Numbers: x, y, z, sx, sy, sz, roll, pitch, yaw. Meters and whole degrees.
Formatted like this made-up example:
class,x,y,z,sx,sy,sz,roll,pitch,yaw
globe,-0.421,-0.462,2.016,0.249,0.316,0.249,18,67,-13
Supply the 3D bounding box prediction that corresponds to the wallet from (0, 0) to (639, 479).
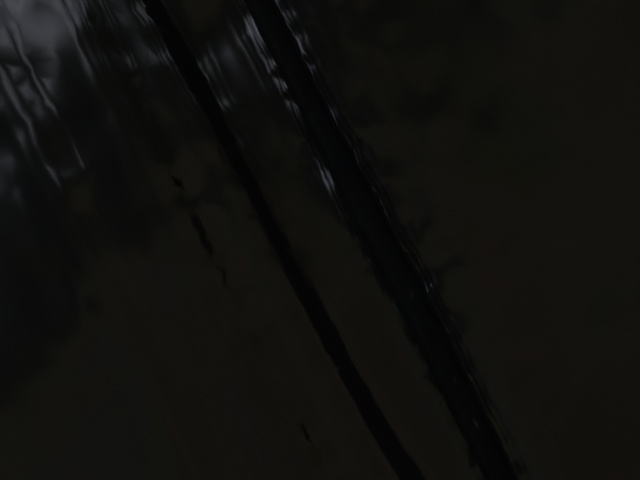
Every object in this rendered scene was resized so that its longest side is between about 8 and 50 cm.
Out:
class,x,y,z,sx,sy,sz,roll,pitch,yaw
wallet,0.000,0.000,0.375,0.323,0.247,0.041,-27,1,7
